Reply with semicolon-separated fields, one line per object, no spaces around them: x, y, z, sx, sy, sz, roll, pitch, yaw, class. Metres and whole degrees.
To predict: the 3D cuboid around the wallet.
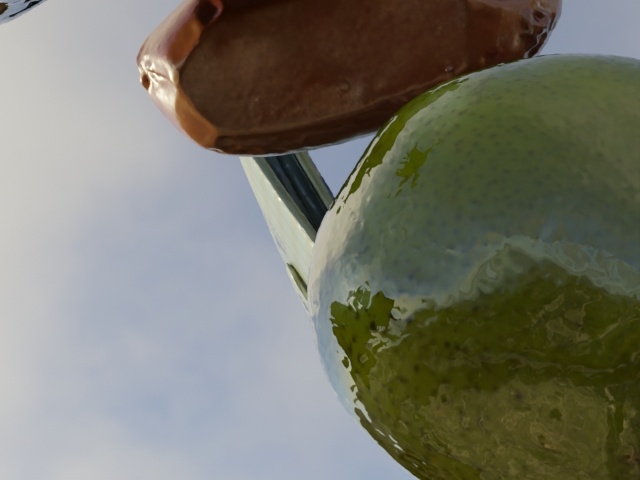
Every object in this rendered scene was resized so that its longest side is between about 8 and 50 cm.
0.000;0.000;1.658;0.077;0.223;0.309;-27;-23;0;wallet

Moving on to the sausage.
0.018;-0.123;1.165;0.258;0.133;0.133;-15;-25;18;sausage

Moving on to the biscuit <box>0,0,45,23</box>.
-0.102;-0.192;1.062;0.301;0.043;0.278;-32;10;50;biscuit

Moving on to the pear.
0.092;0.018;0.720;0.198;0.198;0.198;-6;-24;-3;pear
